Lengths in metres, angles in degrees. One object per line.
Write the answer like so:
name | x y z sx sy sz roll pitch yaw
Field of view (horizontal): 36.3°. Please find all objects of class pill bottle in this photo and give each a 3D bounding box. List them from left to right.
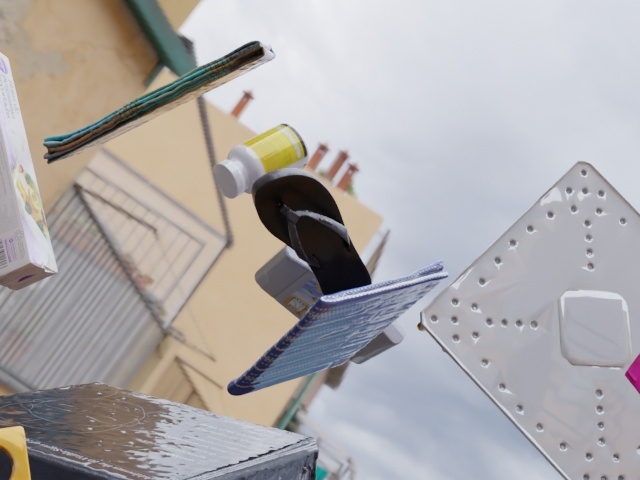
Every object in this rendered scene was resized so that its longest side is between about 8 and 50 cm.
pill bottle | -0.117 -0.153 1.913 0.103 0.184 0.103 32 -43 34

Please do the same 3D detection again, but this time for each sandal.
sandal | 0.001 0.000 1.322 0.254 0.097 0.054 51 5 -33

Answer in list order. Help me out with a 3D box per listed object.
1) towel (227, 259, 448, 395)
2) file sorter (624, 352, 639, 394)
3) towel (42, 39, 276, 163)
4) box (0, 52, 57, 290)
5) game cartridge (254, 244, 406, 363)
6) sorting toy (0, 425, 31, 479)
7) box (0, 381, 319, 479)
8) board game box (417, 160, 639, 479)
towel | 0.016 0.134 1.471 0.336 0.243 0.040 -47 -117 48
file sorter | 0.537 0.118 1.139 0.182 0.291 0.202 32 11 -3
towel | -0.248 -0.229 1.562 0.040 0.370 0.271 64 5 -9
box | -0.409 -0.097 1.246 0.063 0.067 0.324 42 27 -69
game cartridge | 0.020 0.125 1.946 0.297 0.062 0.198 39 -28 -6
sorting toy | -0.381 0.197 0.721 0.047 0.347 0.196 -31 -101 53
box | -0.329 0.421 1.502 0.479 0.298 0.471 9 0 27
board game box | 0.400 0.137 1.459 0.390 0.390 0.050 47 -20 5
